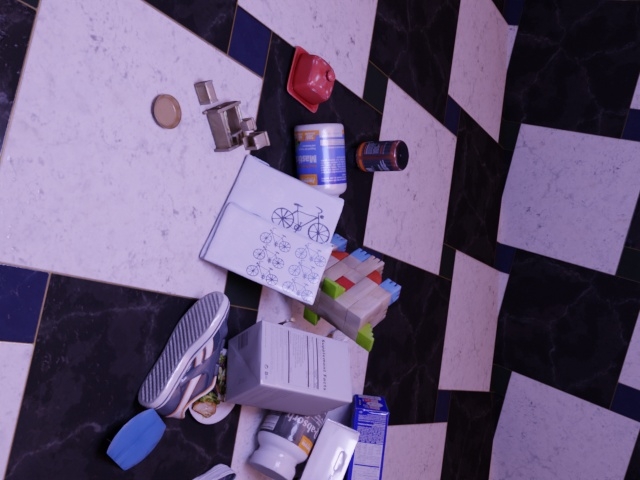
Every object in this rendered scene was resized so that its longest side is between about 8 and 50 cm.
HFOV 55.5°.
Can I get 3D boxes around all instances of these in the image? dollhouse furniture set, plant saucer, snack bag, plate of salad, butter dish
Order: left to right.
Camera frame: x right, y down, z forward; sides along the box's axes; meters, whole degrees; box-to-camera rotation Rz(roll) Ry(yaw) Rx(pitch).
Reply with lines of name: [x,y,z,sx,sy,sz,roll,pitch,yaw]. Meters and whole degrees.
plant saucer: [-0.370,-0.308,1.461,0.083,0.015,0.083,-5,97,-54]
plate of salad: [-0.271,0.388,1.615,0.200,0.048,0.199,-4,95,-53]
dollhouse furniture set: [-0.207,-0.330,1.556,0.101,0.161,0.181,-39,123,-45]
snack bag: [-0.111,-0.035,1.649,0.323,0.037,0.342,25,66,-8]
butter dish: [-0.008,-0.493,1.851,0.160,0.118,0.160,29,69,-51]

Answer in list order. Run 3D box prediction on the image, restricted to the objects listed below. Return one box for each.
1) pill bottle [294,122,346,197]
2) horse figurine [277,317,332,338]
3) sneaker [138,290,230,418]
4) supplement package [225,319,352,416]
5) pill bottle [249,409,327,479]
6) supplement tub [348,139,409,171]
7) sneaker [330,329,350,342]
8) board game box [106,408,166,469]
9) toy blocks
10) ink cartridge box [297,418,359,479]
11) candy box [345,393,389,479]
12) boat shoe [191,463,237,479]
pill bottle: [0.001,-0.215,1.854,0.152,0.152,0.271,-13,102,-52]
horse figurine: [-0.091,0.296,1.786,0.263,0.174,0.066,28,45,-44]
sneaker: [-0.308,0.283,1.497,0.127,0.126,0.321,47,67,-38]
supplement package: [-0.083,0.350,1.633,0.293,0.177,0.175,21,52,-33]
pill bottle: [-0.086,0.548,1.781,0.162,0.162,0.278,56,50,-39]
supplement tub: [0.193,-0.286,2.069,0.106,0.198,0.106,-8,99,-54]
sneaker: [0.045,0.340,2.045,0.152,0.054,0.061,-44,111,-46]
board game box: [-0.431,0.450,1.406,0.133,0.033,0.168,-45,149,-26]
toy blocks: [0.079,0.124,1.795,0.261,0.381,0.190,-31,143,-40]
ink cartridge box: [0.015,0.678,1.855,0.273,0.115,0.198,103,12,-61]
candy box: [0.154,0.705,2.057,0.268,0.122,0.317,54,44,-85]
boat shoe: [-0.294,0.652,1.589,0.184,0.063,0.066,-14,104,-53]
